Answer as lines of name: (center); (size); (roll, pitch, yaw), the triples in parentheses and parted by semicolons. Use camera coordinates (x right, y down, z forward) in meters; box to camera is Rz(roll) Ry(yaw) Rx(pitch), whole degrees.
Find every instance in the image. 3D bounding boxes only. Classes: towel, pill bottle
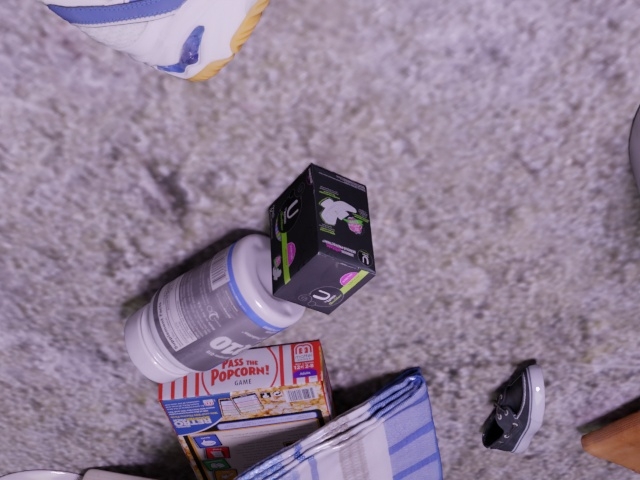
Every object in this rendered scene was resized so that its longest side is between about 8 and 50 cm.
towel: (-0.005, 0.253, 1.080); (0.285, 0.034, 0.209); (-31, 139, -16)
pill bottle: (-0.085, 0.057, 0.908); (0.137, 0.078, 0.078); (-30, 135, 30)

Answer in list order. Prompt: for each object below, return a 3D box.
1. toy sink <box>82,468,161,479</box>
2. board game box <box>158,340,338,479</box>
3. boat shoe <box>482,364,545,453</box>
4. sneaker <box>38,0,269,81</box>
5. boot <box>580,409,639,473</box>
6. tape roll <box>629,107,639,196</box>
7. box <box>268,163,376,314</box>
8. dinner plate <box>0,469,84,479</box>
toy sink: (-0.152, 0.353, 1.200); (0.153, 0.131, 0.234); (4, 147, 24)
board game box: (-0.058, 0.172, 1.081); (0.147, 0.045, 0.193); (-7, 142, 3)
boat shoe: (0.182, 0.164, 1.092); (0.040, 0.049, 0.142); (-1, 144, -3)
sneaker: (-0.055, -0.195, 0.567); (0.131, 0.112, 0.296); (19, 136, -26)
boot: (0.350, 0.131, 1.062); (0.264, 0.096, 0.280); (16, 146, -34)
tape roll: (0.346, -0.023, 0.773); (0.246, 0.169, 0.246); (-2, 141, -1)
box: (0.000, 0.000, 0.838); (0.052, 0.083, 0.062); (21, 135, -28)
dinner plate: (-0.290, 0.283, 1.226); (0.141, 0.017, 0.141); (-2, 143, -2)
